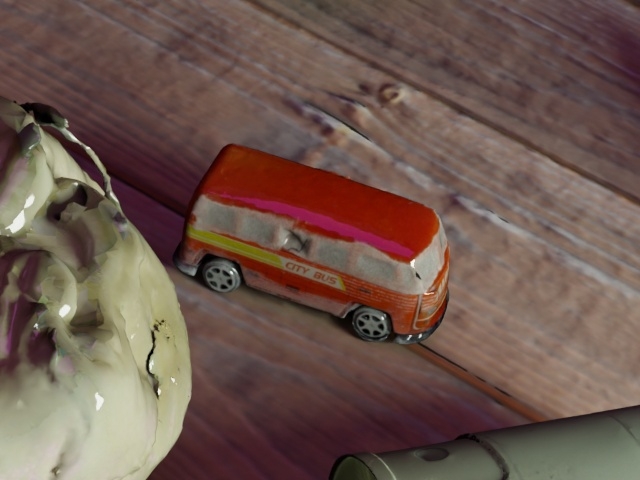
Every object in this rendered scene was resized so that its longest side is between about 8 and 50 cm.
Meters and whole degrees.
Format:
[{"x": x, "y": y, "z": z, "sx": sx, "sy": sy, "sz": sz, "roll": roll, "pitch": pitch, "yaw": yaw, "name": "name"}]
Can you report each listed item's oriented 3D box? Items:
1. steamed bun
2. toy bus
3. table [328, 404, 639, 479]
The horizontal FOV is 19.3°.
[{"x": -0.204, "y": 0.081, "z": 0.973, "sx": 0.280, "sy": 0.207, "sz": 0.268, "roll": -31, "pitch": 51, "yaw": -4, "name": "steamed bun"}, {"x": 0.000, "y": 0.000, "z": 1.185, "sx": 0.174, "sy": 0.077, "sz": 0.079, "roll": 18, "pitch": 42, "yaw": 10, "name": "toy bus"}, {"x": 0.126, "y": 0.158, "z": 0.993, "sx": 0.220, "sy": 0.126, "sz": 0.126, "roll": -8, "pitch": 44, "yaw": -20, "name": "table"}]
